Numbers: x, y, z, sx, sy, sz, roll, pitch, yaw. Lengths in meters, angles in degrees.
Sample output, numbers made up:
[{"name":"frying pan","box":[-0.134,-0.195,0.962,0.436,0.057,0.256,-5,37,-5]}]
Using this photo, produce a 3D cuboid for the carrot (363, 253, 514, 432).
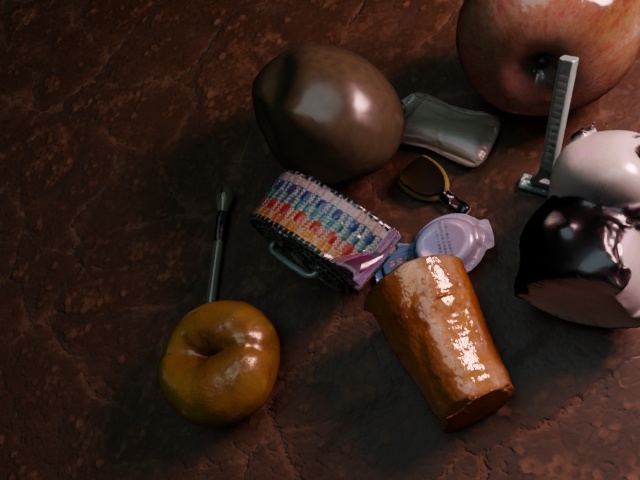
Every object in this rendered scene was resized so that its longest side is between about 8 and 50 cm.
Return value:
[{"name":"carrot","box":[0.207,0.177,1.226,0.196,0.196,0.254,-28,59,8]}]

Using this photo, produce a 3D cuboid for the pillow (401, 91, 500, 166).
[{"name":"pillow","box":[0.253,-0.232,1.485,0.233,0.038,0.130,24,76,29]}]

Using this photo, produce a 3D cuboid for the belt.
[{"name":"belt","box":[0.000,0.000,1.384,0.295,0.207,0.160,33,78,23]}]

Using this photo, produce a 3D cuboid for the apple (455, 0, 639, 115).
[{"name":"apple","box":[0.421,-0.379,1.328,0.345,0.345,0.269,1,66,22]}]

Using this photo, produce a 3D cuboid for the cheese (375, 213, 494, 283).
[{"name":"cheese","box":[0.212,0.023,1.373,0.245,0.052,0.135,-21,57,23]}]

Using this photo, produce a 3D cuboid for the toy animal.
[{"name":"toy animal","box":[0.463,-0.033,1.194,0.251,0.251,0.309,11,66,26]}]

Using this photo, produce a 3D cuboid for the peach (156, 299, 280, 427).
[{"name":"peach","box":[-0.197,0.234,1.385,0.251,0.153,0.251,-7,60,12]}]

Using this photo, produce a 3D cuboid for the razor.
[{"name":"razor","box":[0.418,-0.192,1.278,0.111,0.277,0.056,20,45,28]}]

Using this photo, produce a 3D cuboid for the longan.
[{"name":"longan","box":[0.010,-0.259,1.456,0.288,0.288,0.350,-48,46,-5]}]

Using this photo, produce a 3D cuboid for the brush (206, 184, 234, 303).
[{"name":"brush","box":[-0.223,0.013,1.560,0.042,0.039,0.299,-35,45,56]}]

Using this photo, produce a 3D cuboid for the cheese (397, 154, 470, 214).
[{"name":"cheese","box":[0.234,-0.102,1.433,0.086,0.036,0.162,-44,58,-5]}]
